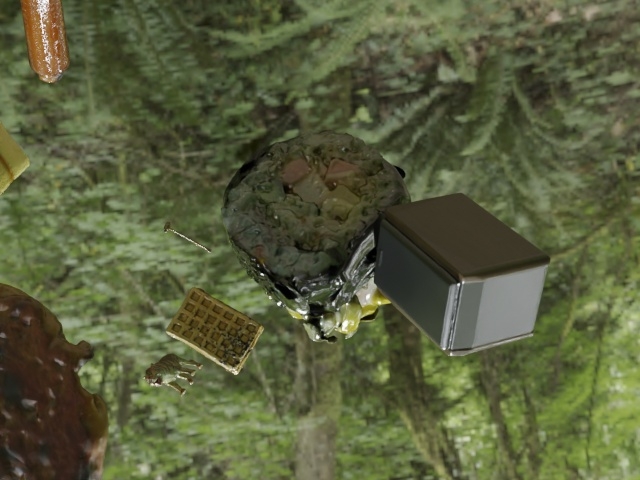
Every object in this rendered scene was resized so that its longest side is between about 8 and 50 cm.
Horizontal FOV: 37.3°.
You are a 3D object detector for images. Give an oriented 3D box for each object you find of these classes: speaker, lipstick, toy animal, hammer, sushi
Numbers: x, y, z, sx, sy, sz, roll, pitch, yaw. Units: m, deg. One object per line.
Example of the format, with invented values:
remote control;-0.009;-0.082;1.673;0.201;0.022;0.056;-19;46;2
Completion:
speaker;0.217;0.049;1.488;0.192;0.153;0.231;-10;-148;-26
lipstick;-0.427;-0.395;1.431;0.077;0.077;0.418;-7;148;-14
toy animal;-0.336;0.298;2.184;0.099;0.057;0.241;26;-172;0
hammer;-0.299;-0.004;2.135;0.123;0.029;0.014;30;149;-22
sushi;0.000;0.000;1.734;0.328;0.328;0.285;26;154;27

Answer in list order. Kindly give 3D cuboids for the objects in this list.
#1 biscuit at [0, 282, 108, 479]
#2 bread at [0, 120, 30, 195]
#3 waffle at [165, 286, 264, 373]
biscuit;-0.346;0.202;0.929;0.289;0.334;0.081;6;180;4
bread;-0.736;-0.236;1.989;0.163;0.264;0.168;11;-141;10
waffle;-0.185;0.157;1.663;0.148;0.102;0.042;30;166;3
